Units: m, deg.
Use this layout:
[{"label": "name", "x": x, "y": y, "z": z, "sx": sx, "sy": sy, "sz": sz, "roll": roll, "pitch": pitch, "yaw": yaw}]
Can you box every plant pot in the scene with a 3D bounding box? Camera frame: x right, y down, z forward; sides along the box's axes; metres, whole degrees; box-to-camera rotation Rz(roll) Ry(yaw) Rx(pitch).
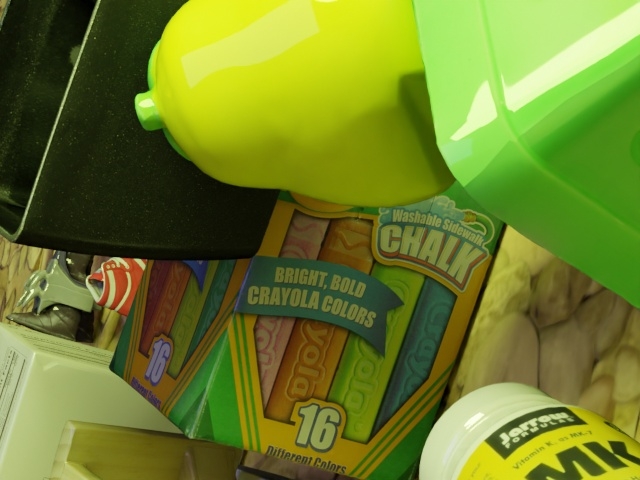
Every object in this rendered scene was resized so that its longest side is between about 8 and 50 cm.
[{"label": "plant pot", "x": -0.113, "y": -0.079, "z": 1.140, "sx": 0.187, "sy": 0.167, "sz": 0.188, "roll": 25, "pitch": 95, "yaw": 64}]

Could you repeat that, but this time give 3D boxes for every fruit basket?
[{"label": "fruit basket", "x": 0.101, "y": -0.111, "z": 0.991, "sx": 0.392, "sy": 0.283, "sz": 0.392, "roll": -30, "pitch": 45, "yaw": 35}]

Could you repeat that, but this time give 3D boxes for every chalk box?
[{"label": "chalk box", "x": 0.000, "y": 0.000, "z": 1.255, "sx": 0.180, "sy": 0.179, "sz": 0.289, "roll": 23, "pitch": 96, "yaw": 64}]

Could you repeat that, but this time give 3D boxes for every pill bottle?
[{"label": "pill bottle", "x": 0.137, "y": 0.157, "z": 0.945, "sx": 0.208, "sy": 0.119, "sz": 0.119, "roll": 38, "pitch": 109, "yaw": 63}]

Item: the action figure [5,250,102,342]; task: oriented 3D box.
[{"label": "action figure", "x": -0.233, "y": -0.036, "z": 1.853, "sx": 0.185, "sy": 0.099, "sz": 0.285, "roll": 171, "pitch": 119, "yaw": -77}]

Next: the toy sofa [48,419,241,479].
[{"label": "toy sofa", "x": -0.046, "y": 0.255, "z": 1.134, "sx": 0.362, "sy": 0.150, "sz": 0.177, "roll": 23, "pitch": 99, "yaw": 52}]

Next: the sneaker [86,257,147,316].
[{"label": "sneaker", "x": -0.194, "y": 0.019, "z": 1.772, "sx": 0.042, "sy": 0.067, "sz": 0.118, "roll": -40, "pitch": 40, "yaw": 50}]

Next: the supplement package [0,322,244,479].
[{"label": "supplement package", "x": -0.203, "y": 0.226, "z": 1.498, "sx": 0.145, "sy": 0.204, "sz": 0.262, "roll": 20, "pitch": 93, "yaw": 64}]

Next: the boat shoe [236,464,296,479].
[{"label": "boat shoe", "x": -0.031, "y": 0.215, "z": 1.315, "sx": 0.228, "sy": 0.080, "sz": 0.076, "roll": 11, "pitch": 83, "yaw": 57}]
